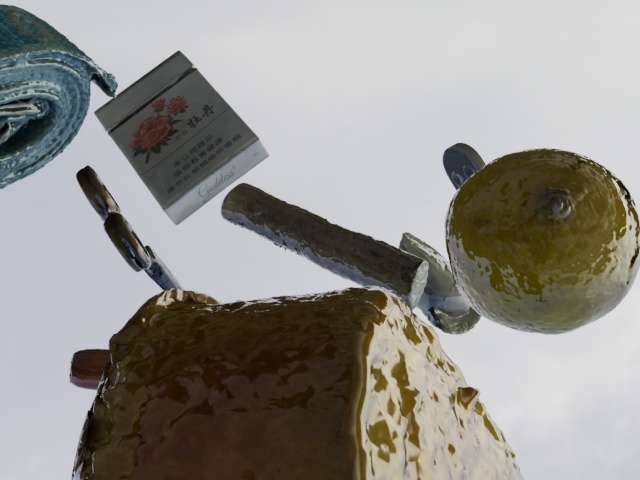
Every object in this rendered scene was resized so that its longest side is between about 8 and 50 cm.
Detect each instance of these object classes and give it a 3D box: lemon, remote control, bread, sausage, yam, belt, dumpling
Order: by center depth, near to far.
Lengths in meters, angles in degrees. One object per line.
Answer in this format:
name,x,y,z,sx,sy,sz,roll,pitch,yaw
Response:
bread,0.012,0.197,0.628,0.204,0.358,0.337,-14,-144,23
belt,-0.244,-0.100,0.816,0.082,0.163,0.147,44,-84,19
lemon,0.263,-0.001,1.388,0.228,0.228,0.253,-19,-167,-17
remote control,0.248,-0.029,1.620,0.022,0.245,0.077,-31,-179,-23
yam,0.000,0.000,1.708,0.356,0.081,0.081,25,-137,24
dumpling,0.192,0.073,1.888,0.150,0.092,0.176,6,-151,-51
sausage,-0.335,0.226,1.982,0.197,0.076,0.076,3,-148,-5

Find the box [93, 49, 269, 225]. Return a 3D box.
box,-0.136,-0.102,1.083,0.109,0.029,0.198,-37,-136,-4

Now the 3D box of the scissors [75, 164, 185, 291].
scissors,-0.134,0.014,0.885,0.017,0.220,0.088,-34,-111,-4
